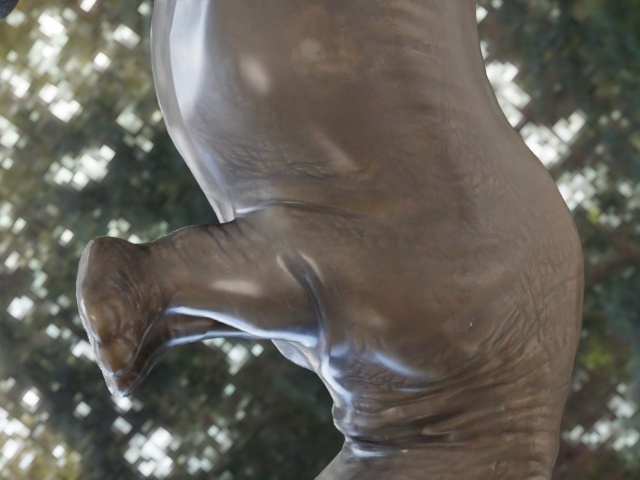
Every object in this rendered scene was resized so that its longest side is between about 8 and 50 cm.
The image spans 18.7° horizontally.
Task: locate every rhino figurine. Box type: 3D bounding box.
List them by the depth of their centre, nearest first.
[{"bbox_3d":[0.000,0.000,0.412,0.073,0.106,0.243,-144,35,-79],"label":"rhino figurine"}]
